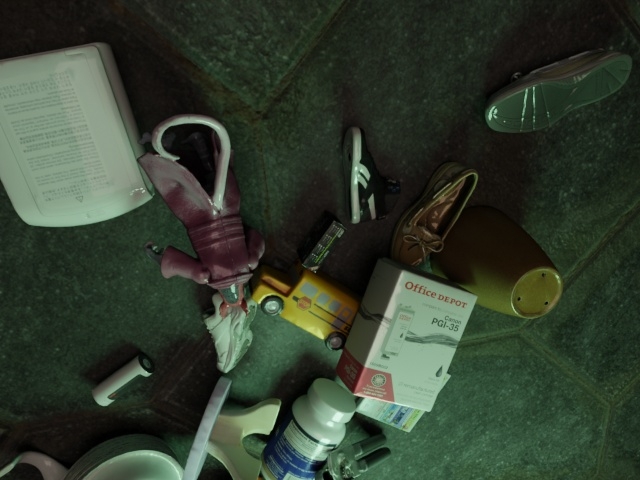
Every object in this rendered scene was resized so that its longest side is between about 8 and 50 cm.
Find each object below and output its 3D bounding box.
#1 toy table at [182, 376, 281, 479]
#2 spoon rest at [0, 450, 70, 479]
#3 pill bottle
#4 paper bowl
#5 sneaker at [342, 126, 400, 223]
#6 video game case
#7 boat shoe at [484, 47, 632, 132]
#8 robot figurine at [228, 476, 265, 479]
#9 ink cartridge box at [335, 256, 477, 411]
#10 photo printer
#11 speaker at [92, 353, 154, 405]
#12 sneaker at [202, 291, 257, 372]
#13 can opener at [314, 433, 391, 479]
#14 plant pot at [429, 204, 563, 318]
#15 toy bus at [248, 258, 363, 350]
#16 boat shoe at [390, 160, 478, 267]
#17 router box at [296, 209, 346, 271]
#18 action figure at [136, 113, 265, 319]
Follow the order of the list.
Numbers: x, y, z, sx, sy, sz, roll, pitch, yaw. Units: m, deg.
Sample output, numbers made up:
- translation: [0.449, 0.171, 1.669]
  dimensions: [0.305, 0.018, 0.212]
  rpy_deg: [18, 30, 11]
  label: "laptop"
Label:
- translation: [-0.205, 0.469, 1.038]
  dimensions: [0.161, 0.252, 0.274]
  rpy_deg: [19, 116, 0]
  label: "toy table"
- translation: [-0.636, 0.601, 1.059]
  dimensions: [0.137, 0.084, 0.276]
  rpy_deg: [-35, 111, 6]
  label: "spoon rest"
- translation: [-0.030, 0.493, 1.112]
  dimensions: [0.153, 0.153, 0.264]
  rpy_deg: [28, 101, -19]
  label: "pill bottle"
- translation: [-0.454, 0.619, 1.022]
  dimensions: [0.285, 0.148, 0.283]
  rpy_deg: [-5, 98, -34]
  label: "paper bowl"
- translation: [0.117, -0.147, 0.962]
  dimensions: [0.121, 0.079, 0.216]
  rpy_deg: [-9, 119, -12]
  label: "sneaker"
- translation: [0.226, 0.415, 1.208]
  dimensions: [0.194, 0.023, 0.212]
  rpy_deg: [29, 101, -19]
  label: "video game case"
- translation: [0.508, -0.337, 0.969]
  dimensions: [0.321, 0.103, 0.118]
  rpy_deg: [-23, 131, 3]
  label: "boat shoe"
- translation: [-0.208, 0.724, 1.173]
  dimensions: [0.220, 0.128, 0.158]
  rpy_deg: [33, 102, -21]
  label: "robot figurine"
- translation: [0.185, 0.204, 0.964]
  dimensions: [0.208, 0.117, 0.282]
  rpy_deg: [19, 94, -19]
  label: "ink cartridge box"
- translation: [-0.465, -0.180, 0.808]
  dimensions: [0.256, 0.107, 0.307]
  rpy_deg: [-15, 112, -7]
  label: "photo printer"
- translation: [-0.458, 0.324, 1.017]
  dimensions: [0.136, 0.055, 0.055]
  rpy_deg: [-35, 112, 2]
  label: "speaker"
- translation: [-0.221, 0.205, 1.019]
  dimensions: [0.115, 0.090, 0.232]
  rpy_deg: [24, 118, 13]
  label: "sneaker"
- translation: [0.084, 0.568, 1.138]
  dimensions: [0.095, 0.075, 0.284]
  rpy_deg: [-29, 155, 24]
  label: "can opener"
- translation: [0.415, 0.064, 0.999]
  dimensions: [0.238, 0.254, 0.236]
  rpy_deg: [-4, 109, -11]
  label: "plant pot"
- translation: [-0.001, 0.152, 1.021]
  dimensions: [0.333, 0.108, 0.130]
  rpy_deg: [34, 99, -20]
  label: "toy bus"
- translation: [0.257, -0.049, 1.013]
  dimensions: [0.105, 0.089, 0.285]
  rpy_deg: [22, 104, -18]
  label: "boat shoe"
- translation: [0.000, 0.000, 0.976]
  dimensions: [0.038, 0.092, 0.122]
  rpy_deg: [33, 100, -20]
  label: "router box"
- translation: [-0.184, -0.028, 0.823]
  dimensions: [0.248, 0.276, 0.369]
  rpy_deg: [-20, 96, -33]
  label: "action figure"
